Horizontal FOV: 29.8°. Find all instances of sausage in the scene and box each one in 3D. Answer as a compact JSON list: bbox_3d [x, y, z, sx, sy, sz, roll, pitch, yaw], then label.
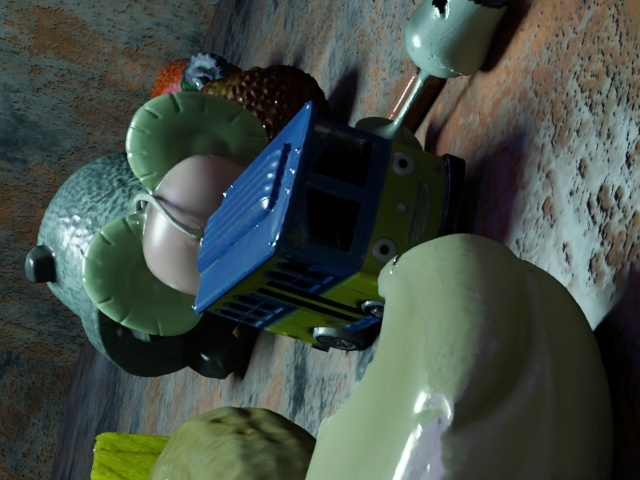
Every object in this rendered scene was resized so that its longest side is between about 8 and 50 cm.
[{"bbox_3d":[0.082,-0.122,1.227,0.035,0.030,0.147,-89,22,-47],"label":"sausage"}]

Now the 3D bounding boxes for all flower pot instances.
[{"bbox_3d":[-0.221,0.028,1.617,0.283,0.299,0.299,35,111,37],"label":"flower pot"}]

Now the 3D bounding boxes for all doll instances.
[{"bbox_3d":[-0.114,-0.010,1.347,0.216,0.268,0.284,-124,53,-75],"label":"doll"}]

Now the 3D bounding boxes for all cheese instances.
[{"bbox_3d":[0.073,0.139,0.745,0.233,0.127,0.266,-93,26,-55],"label":"cheese"}]

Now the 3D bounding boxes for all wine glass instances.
[{"bbox_3d":[0.102,-0.158,1.100,0.079,0.079,0.195,-88,20,-48],"label":"wine glass"}]

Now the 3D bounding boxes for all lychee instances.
[{"bbox_3d":[-0.073,-0.141,1.556,0.194,0.194,0.194,-162,90,-76],"label":"lychee"}]

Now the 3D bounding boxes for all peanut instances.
[{"bbox_3d":[-0.054,0.252,1.005,0.387,0.169,0.192,-159,82,-76],"label":"peanut"}]

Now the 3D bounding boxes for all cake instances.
[{"bbox_3d":[-0.255,0.380,1.647,0.260,0.156,0.179,-111,25,-76],"label":"cake"}]

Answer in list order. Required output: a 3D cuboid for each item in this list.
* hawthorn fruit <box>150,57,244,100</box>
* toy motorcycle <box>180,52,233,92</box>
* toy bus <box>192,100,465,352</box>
[{"bbox_3d":[-0.206,-0.188,2.059,0.205,0.205,0.253,176,110,-75],"label":"hawthorn fruit"},{"bbox_3d":[-0.151,-0.125,1.876,0.188,0.143,0.327,10,101,33],"label":"toy motorcycle"},{"bbox_3d":[0.000,0.000,1.093,0.287,0.175,0.138,143,144,-66],"label":"toy bus"}]
